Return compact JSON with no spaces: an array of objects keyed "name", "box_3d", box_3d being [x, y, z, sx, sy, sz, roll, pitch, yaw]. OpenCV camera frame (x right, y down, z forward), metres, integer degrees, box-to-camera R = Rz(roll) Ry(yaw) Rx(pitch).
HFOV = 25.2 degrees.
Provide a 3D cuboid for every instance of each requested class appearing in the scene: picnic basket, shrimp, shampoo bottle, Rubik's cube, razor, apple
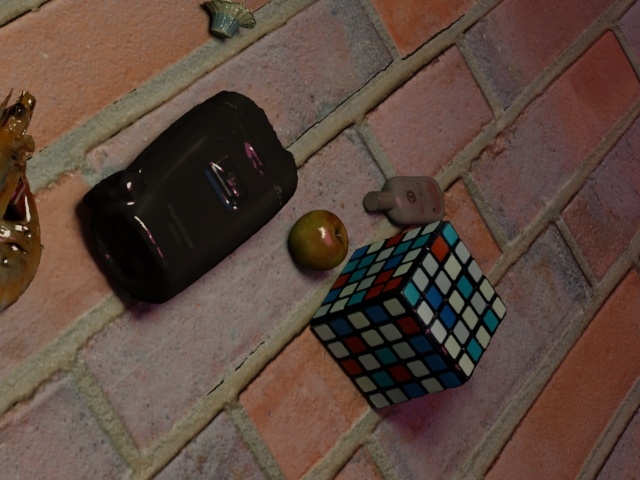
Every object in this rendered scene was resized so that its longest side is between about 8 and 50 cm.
[{"name":"picnic basket","box_3d":[-0.131,-0.333,2.070,0.083,0.065,0.083,25,79,-29]},{"name":"shrimp","box_3d":[-0.367,-0.044,1.682,0.152,0.063,0.287,44,49,-39]},{"name":"shampoo bottle","box_3d":[0.133,-0.063,2.260,0.165,0.040,0.080,-2,77,-49]},{"name":"Rubik's cube","box_3d":[0.129,0.109,2.077,0.184,0.182,0.187,55,42,-17]},{"name":"razor","box_3d":[-0.165,-0.060,1.879,0.327,0.107,0.189,-44,108,-46]},{"name":"apple","box_3d":[0.000,0.000,2.062,0.089,0.074,0.089,23,57,-43]}]
